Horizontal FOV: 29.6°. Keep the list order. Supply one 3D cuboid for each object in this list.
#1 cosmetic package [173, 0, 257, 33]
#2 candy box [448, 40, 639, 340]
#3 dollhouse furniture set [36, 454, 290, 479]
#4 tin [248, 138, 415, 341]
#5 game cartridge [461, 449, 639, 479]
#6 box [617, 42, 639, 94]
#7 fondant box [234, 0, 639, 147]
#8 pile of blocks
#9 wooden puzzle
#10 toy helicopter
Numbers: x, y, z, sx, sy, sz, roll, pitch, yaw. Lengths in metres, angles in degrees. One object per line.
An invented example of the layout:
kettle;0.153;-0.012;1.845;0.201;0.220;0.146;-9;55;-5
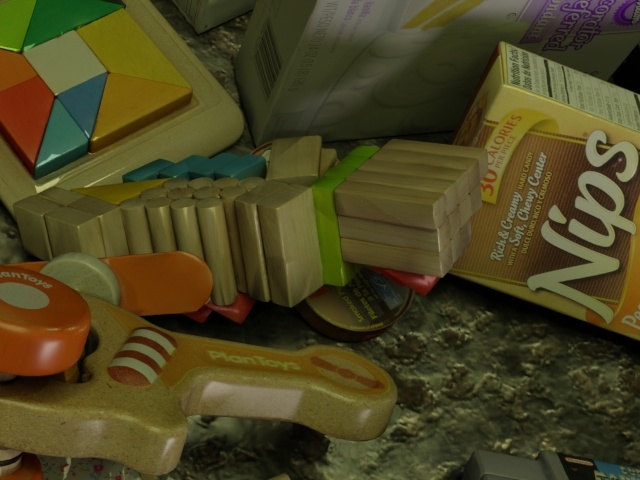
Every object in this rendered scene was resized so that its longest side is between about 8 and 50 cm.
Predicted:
cosmetic package;-0.041;-0.289;1.140;0.239;0.060;0.099;-31;77;-27
candy box;0.256;-0.021;1.016;0.316;0.183;0.087;19;33;-7
dollhouse furniture set;-0.153;0.141;0.825;0.303;0.174;0.355;-18;71;-24
tin;0.000;0.000;1.021;0.106;0.040;0.189;-28;75;-31
game cartridge;0.292;0.258;0.897;0.355;0.068;0.230;12;27;-11
box;0.455;-0.197;1.171;0.294;0.182;0.296;-7;65;-19
fondant box;0.114;-0.190;1.033;0.330;0.238;0.096;-8;66;-20
pile of blocks;-0.049;-0.001;0.948;0.362;0.112;0.149;-3;26;7
wooden puzzle;-0.212;-0.140;1.023;0.221;0.044;0.238;-31;76;-28
toy helicopter;-0.114;0.081;0.819;0.355;0.140;0.235;11;19;-27
